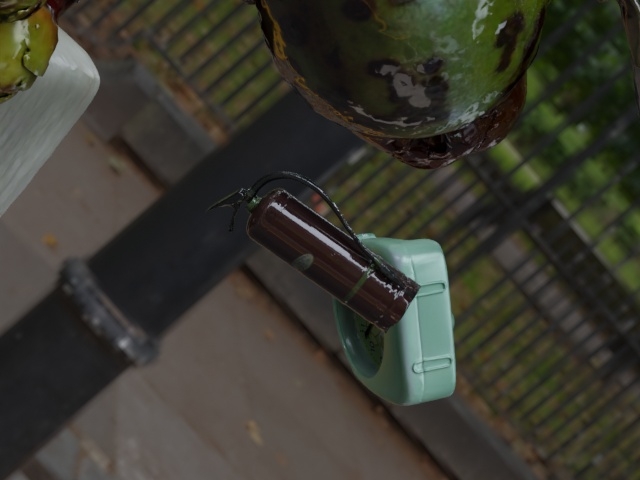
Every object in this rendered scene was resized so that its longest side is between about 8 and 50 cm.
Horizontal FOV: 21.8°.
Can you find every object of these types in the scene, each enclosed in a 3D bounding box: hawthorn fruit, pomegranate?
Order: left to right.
[{"bbox_3d":[0.080,-0.139,1.221,0.148,0.148,0.172,43,36,-39],"label":"hawthorn fruit"},{"bbox_3d":[0.050,-0.116,0.687,0.148,0.169,0.148,167,-90,-70],"label":"pomegranate"}]

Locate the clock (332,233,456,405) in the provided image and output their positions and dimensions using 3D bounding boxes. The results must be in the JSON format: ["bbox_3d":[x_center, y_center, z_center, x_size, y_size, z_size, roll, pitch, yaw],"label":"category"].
[{"bbox_3d":[0.060,0.062,1.527,0.188,0.060,0.148,-157,-121,-66],"label":"clock"}]

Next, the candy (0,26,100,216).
[{"bbox_3d":[-0.306,-0.104,1.258,0.145,0.208,0.358,37,4,6],"label":"candy"}]

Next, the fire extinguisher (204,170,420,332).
[{"bbox_3d":[0.000,0.000,1.186,0.157,0.078,0.045,36,36,-4],"label":"fire extinguisher"}]

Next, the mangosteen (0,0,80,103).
[{"bbox_3d":[-0.160,-0.140,0.686,0.166,0.166,0.180,43,26,-40],"label":"mangosteen"}]

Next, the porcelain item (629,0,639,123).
[{"bbox_3d":[0.303,-0.080,1.050,0.286,0.157,0.281,-125,-157,-76],"label":"porcelain item"}]
